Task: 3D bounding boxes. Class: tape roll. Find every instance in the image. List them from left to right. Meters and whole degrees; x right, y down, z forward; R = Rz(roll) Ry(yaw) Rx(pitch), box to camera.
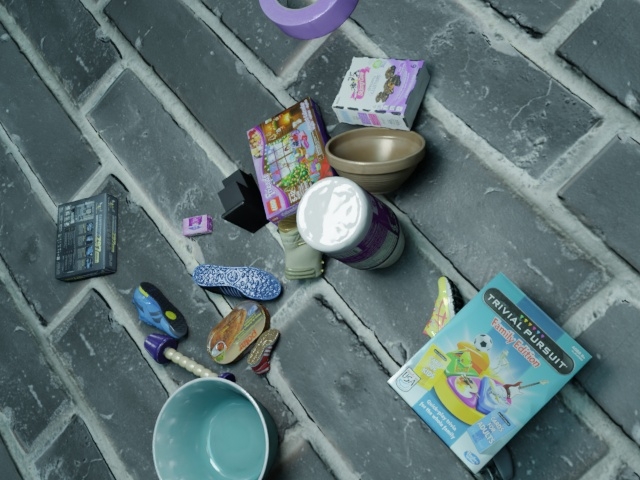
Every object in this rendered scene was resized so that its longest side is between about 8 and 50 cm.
[{"bbox_3d":[-0.030,-0.689,2.141,0.274,0.090,0.275,-7,75,25],"label":"tape roll"}]

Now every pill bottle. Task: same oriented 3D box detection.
[{"bbox_3d":[0.083,-0.026,1.788,0.169,0.301,0.169,-6,75,24],"label":"pill bottle"}]

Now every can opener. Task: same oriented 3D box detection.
[{"bbox_3d":[0.316,0.395,1.710,0.095,0.076,0.284,-19,64,-14],"label":"can opener"}]

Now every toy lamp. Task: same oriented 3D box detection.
[{"bbox_3d":[-0.344,0.315,2.040,0.274,0.080,0.080,23,88,26],"label":"toy lamp"}]

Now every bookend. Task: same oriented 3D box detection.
[{"bbox_3d":[-0.214,-0.117,2.042,0.072,0.157,0.156,-34,65,14],"label":"bookend"}]

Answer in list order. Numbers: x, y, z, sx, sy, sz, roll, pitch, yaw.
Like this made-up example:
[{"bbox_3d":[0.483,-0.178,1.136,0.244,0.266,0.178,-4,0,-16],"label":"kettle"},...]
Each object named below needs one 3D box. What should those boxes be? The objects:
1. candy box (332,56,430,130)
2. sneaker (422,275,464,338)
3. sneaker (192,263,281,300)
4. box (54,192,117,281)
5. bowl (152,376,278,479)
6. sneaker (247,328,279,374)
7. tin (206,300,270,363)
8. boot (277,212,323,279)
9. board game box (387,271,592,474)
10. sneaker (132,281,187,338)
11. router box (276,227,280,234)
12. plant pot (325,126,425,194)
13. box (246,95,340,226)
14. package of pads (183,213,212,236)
[{"bbox_3d":[0.150,-0.366,1.957,0.196,0.070,0.165,10,67,27],"label":"candy box"},{"bbox_3d":[0.271,0.182,1.769,0.094,0.081,0.209,-10,73,26],"label":"sneaker"},{"bbox_3d":[-0.210,0.107,2.033,0.232,0.090,0.082,12,80,7],"label":"sneaker"},{"bbox_3d":[-0.679,-0.007,2.298,0.183,0.059,0.233,-12,71,23],"label":"box"},{"bbox_3d":[-0.226,0.481,1.880,0.311,0.163,0.312,-4,79,23],"label":"bowl"},{"bbox_3d":[-0.136,0.279,1.972,0.042,0.067,0.118,17,55,31],"label":"sneaker"},{"bbox_3d":[-0.208,0.236,2.016,0.189,0.040,0.106,-43,58,10],"label":"tin"},{"bbox_3d":[0.000,0.000,1.934,0.213,0.165,0.077,-20,35,-23],"label":"boot"},{"bbox_3d":[0.346,0.272,1.641,0.336,0.079,0.254,-44,73,-5],"label":"board game box"},{"bbox_3d":[-0.434,0.204,2.124,0.209,0.069,0.082,43,111,28],"label":"sneaker"},{"bbox_3d":[-0.040,-0.038,2.003,0.122,0.038,0.092,-49,62,7],"label":"router box"},{"bbox_3d":[0.133,-0.182,1.887,0.237,0.237,0.110,10,121,28],"label":"plant pot"},{"bbox_3d":[-0.069,-0.204,2.025,0.200,0.057,0.293,-27,57,18],"label":"box"},{"bbox_3d":[-0.335,-0.040,2.153,0.083,0.032,0.050,-10,74,24],"label":"package of pads"}]
